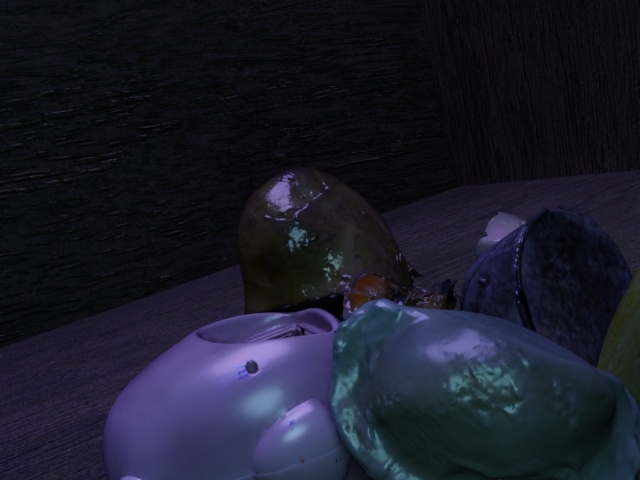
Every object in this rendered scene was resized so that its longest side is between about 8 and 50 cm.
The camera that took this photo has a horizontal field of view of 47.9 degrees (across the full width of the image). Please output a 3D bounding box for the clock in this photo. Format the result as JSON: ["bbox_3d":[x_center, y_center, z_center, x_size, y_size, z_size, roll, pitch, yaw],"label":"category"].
[{"bbox_3d":[-0.114,0.243,0.999,0.377,0.250,0.368,-17,8,-19],"label":"clock"}]

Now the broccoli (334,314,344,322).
[{"bbox_3d":[0.023,0.192,1.452,0.243,0.263,0.247,-38,-26,1],"label":"broccoli"}]

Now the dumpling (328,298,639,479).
[{"bbox_3d":[0.179,0.181,0.818,0.321,0.211,0.270,12,37,36],"label":"dumpling"}]

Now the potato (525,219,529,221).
[{"bbox_3d":[0.484,0.034,1.668,0.165,0.164,0.262,-15,2,-6],"label":"potato"}]

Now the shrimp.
[{"bbox_3d":[0.123,0.098,1.057,0.062,0.164,0.317,-41,-4,32],"label":"shrimp"}]

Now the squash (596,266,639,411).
[{"bbox_3d":[0.452,0.124,0.911,0.204,0.155,0.236,-16,48,-9],"label":"squash"}]

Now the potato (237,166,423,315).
[{"bbox_3d":[0.000,0.000,1.221,0.301,0.237,0.289,-13,-13,20],"label":"potato"}]

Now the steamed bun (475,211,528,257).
[{"bbox_3d":[0.373,0.064,1.433,0.171,0.225,0.200,-16,11,-13],"label":"steamed bun"}]

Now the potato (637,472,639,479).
[{"bbox_3d":[0.395,0.258,0.785,0.092,0.045,0.046,-11,-21,1],"label":"potato"}]

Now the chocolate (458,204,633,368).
[{"bbox_3d":[0.317,0.116,1.088,0.303,0.303,0.213,-22,-5,-41],"label":"chocolate"}]
